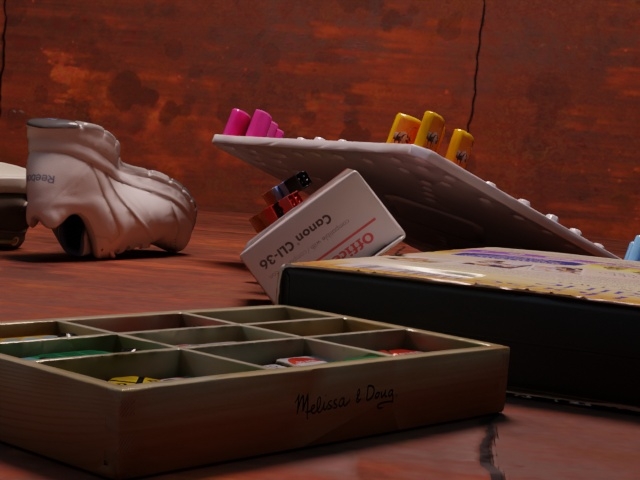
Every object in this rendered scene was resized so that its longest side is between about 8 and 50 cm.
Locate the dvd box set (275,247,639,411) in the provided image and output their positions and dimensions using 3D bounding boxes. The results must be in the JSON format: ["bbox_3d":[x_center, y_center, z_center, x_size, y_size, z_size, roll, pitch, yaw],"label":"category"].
[{"bbox_3d":[0.196,0.052,0.919,0.307,0.062,0.420,6,4,24],"label":"dvd box set"}]

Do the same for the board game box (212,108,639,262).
[{"bbox_3d":[0.133,-0.043,1.409,0.390,0.050,0.390,25,-9,-33],"label":"board game box"}]

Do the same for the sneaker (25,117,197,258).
[{"bbox_3d":[-0.241,-0.033,1.444,0.111,0.129,0.297,4,-15,28],"label":"sneaker"}]

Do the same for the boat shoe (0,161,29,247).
[{"bbox_3d":[-0.445,-0.037,1.376,0.305,0.091,0.109,0,17,-38],"label":"boat shoe"}]

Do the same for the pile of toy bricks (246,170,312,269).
[{"bbox_3d":[-0.023,0.004,1.270,0.105,0.118,0.212,-30,1,21],"label":"pile of toy bricks"}]

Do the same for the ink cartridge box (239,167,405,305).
[{"bbox_3d":[0.000,0.000,1.043,0.115,0.067,0.198,-37,4,0],"label":"ink cartridge box"}]

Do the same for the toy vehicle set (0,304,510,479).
[{"bbox_3d":[-0.049,0.065,0.637,0.166,0.035,0.267,8,5,41],"label":"toy vehicle set"}]
